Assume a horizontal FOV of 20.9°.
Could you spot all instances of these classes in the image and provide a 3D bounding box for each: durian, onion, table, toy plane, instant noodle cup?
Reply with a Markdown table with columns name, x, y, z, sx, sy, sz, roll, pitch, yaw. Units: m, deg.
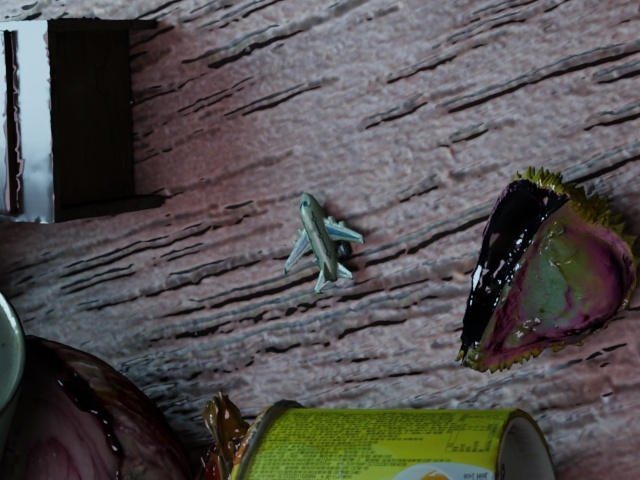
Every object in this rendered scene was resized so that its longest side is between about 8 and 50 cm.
| name | x | y | z | sx | sy | sz | roll | pitch | yaw |
| --- | --- | --- | --- | --- | --- | --- | --- | --- | --- |
| durian | 0.180 | 0.022 | 1.310 | 0.108 | 0.119 | 0.187 | 16 | 122 | -12 |
| onion | -0.218 | 0.199 | 1.519 | 0.280 | 0.146 | 0.314 | 43 | 134 | 38 |
| table | -0.263 | -0.105 | 1.477 | 0.193 | 0.172 | 0.169 | 3 | 98 | 29 |
| toy plane | 0.002 | 0.000 | 1.426 | 0.080 | 0.033 | 0.083 | -22 | 79 | 30 |
| instant noodle cup | 0.070 | 0.240 | 1.309 | 0.200 | 0.264 | 0.264 | -8 | 93 | 20 |

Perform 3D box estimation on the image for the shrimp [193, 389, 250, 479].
| name | x | y | z | sx | sy | sz | roll | pitch | yaw |
| --- | --- | --- | --- | --- | --- | --- | --- | --- | --- |
| shrimp | -0.062 | 0.248 | 1.436 | 0.154 | 0.062 | 0.294 | 1 | 115 | 20 |

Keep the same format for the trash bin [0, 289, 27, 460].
| name | x | y | z | sx | sy | sz | roll | pitch | yaw |
| --- | --- | --- | --- | --- | --- | --- | --- | --- | --- |
| trash bin | -0.414 | 0.221 | 1.453 | 0.280 | 0.280 | 0.432 | 41 | 131 | 18 |
